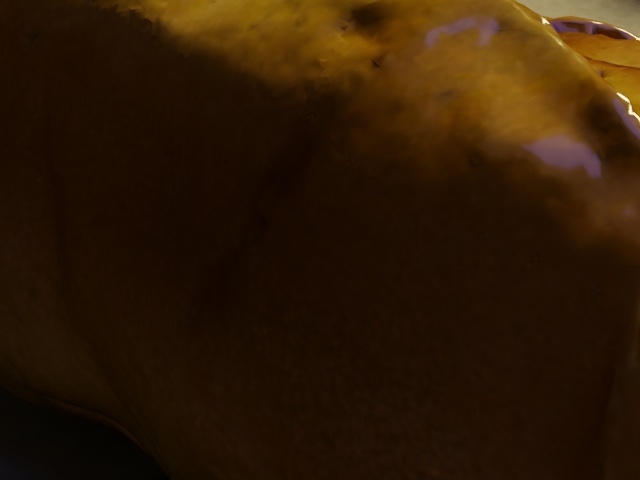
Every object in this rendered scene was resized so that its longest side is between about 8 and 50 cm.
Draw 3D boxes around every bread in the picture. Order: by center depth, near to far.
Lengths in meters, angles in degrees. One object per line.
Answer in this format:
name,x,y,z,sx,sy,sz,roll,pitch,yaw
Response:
bread,-0.004,-0.001,0.502,0.149,0.195,0.344,-20,34,-39
